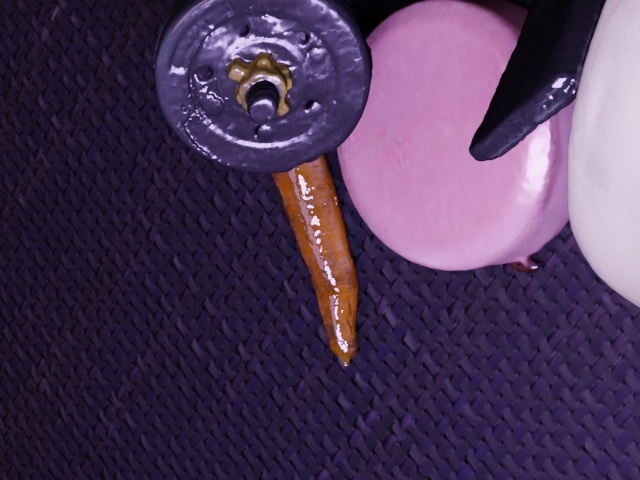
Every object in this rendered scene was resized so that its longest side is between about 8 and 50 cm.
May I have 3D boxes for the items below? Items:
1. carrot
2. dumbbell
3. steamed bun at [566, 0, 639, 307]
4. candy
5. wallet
[{"bbox_3d":[0.000,0.000,1.804,0.059,0.059,0.247,-17,89,41],"label":"carrot"},{"bbox_3d":[-0.051,-0.201,1.646,0.388,0.185,0.185,-93,27,-58],"label":"dumbbell"},{"bbox_3d":[0.378,-0.101,1.305,0.371,0.290,0.456,32,116,32],"label":"steamed bun"},{"bbox_3d":[0.128,-0.088,1.653,0.255,0.094,0.255,6,100,40],"label":"candy"},{"bbox_3d":[0.197,-0.189,1.471,0.030,0.285,0.146,34,146,-12],"label":"wallet"}]
